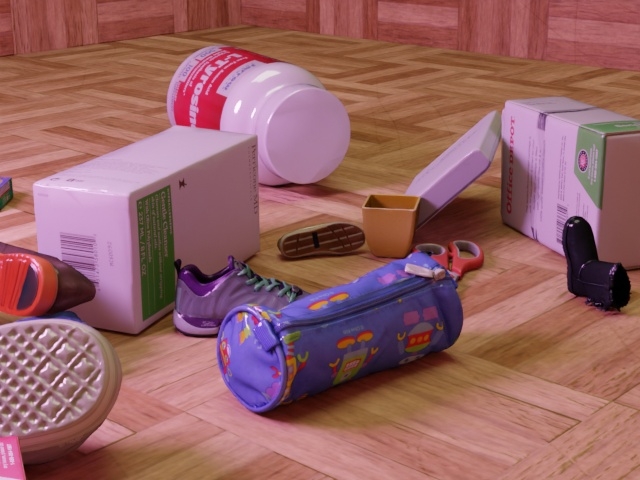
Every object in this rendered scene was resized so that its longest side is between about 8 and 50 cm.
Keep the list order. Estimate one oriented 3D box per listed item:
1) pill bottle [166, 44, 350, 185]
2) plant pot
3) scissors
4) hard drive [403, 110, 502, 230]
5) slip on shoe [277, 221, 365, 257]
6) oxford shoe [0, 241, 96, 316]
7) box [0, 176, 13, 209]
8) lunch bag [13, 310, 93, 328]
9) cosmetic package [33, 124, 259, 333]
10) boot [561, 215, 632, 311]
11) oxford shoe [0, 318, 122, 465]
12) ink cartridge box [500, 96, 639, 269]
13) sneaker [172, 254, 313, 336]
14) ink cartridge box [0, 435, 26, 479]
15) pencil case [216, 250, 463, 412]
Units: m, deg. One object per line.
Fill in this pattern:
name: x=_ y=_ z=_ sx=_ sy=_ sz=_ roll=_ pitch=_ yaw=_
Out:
pill bottle: x=-0.117 y=-0.235 z=2.211 sx=0.229 sy=0.229 sz=0.407 roll=-10 pitch=20 yaw=-27
plant pot: x=0.108 y=-0.020 z=1.773 sx=0.081 sy=0.083 sz=0.081 roll=2 pitch=18 yaw=11
scissors: x=0.193 y=0.048 z=1.661 sx=0.109 sy=0.021 sz=0.297 roll=1 pitch=16 yaw=-2
hard drive: x=0.212 y=-0.111 z=1.932 sx=0.203 sy=0.040 sz=0.307 roll=-41 pitch=5 yaw=21
slip on shoe: x=0.000 y=0.000 z=1.781 sx=0.135 sy=0.051 sz=0.041 roll=-12 pitch=8 yaw=-15
oxford shoe: x=-0.392 y=0.049 z=1.468 sx=0.271 sy=0.097 sz=0.098 roll=14 pitch=4 yaw=42
box: x=-0.642 y=-0.082 z=2.050 sx=0.179 sy=0.043 sz=0.105 roll=-2 pitch=17 yaw=1
lunch bag: x=-0.311 y=0.126 z=1.352 sx=0.098 sy=0.067 sz=0.065 roll=-12 pitch=21 yaw=-33
cosmetic package: x=-0.229 y=-0.028 z=1.628 sx=0.155 sy=0.197 sz=0.365 roll=7 pitch=21 yaw=23
boot: x=0.369 y=0.032 z=1.558 sx=0.045 sy=0.121 sz=0.099 roll=-10 pitch=14 yaw=-21
oxford shoe: x=-0.407 y=0.164 z=1.153 sx=0.449 sy=0.169 sz=0.130 roll=-6 pitch=-17 yaw=4
ink cartridge box: x=0.398 y=-0.096 z=1.798 sx=0.121 sy=0.211 sz=0.289 roll=-7 pitch=19 yaw=-19
sneaker: x=-0.077 y=0.069 z=1.475 sx=0.223 sy=0.098 sz=0.083 roll=-1 pitch=18 yaw=-1
ink cartridge box: x=-0.348 y=0.247 z=0.918 sx=0.237 sy=0.100 sz=0.172 roll=-5 pitch=18 yaw=-18
pencil case: x=0.033 y=0.098 z=1.334 sx=0.306 sy=0.133 sz=0.119 roll=-15 pitch=56 yaw=-36
